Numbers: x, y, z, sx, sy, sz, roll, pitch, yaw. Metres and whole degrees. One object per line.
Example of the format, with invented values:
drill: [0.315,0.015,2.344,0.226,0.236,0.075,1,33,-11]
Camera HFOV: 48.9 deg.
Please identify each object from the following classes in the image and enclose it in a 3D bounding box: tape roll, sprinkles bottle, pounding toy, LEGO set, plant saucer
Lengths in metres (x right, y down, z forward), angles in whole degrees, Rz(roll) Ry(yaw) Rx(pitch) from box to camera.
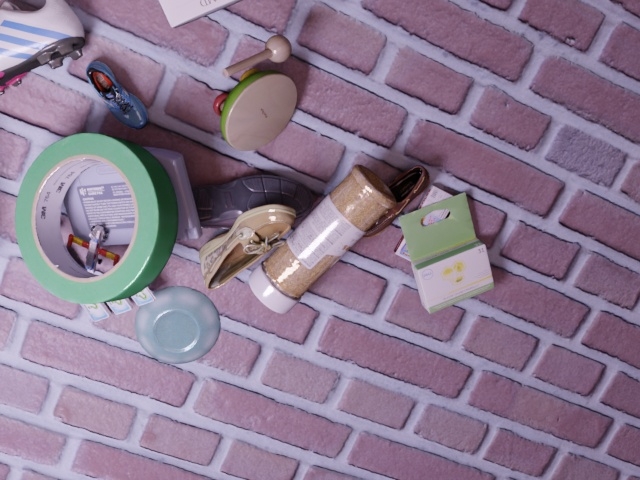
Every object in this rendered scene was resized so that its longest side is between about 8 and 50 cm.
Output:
tape roll: [-0.430,-0.041,1.344,0.321,0.077,0.321,0,91,19]
sprinkles bottle: [0.000,0.000,1.506,0.121,0.121,0.355,39,108,-16]
pounding toy: [-0.149,-0.304,1.422,0.183,0.110,0.237,-32,150,-27]
LEGO set: [-0.489,0.066,1.487,0.182,0.060,0.244,-18,114,25]
plant saucer: [-0.325,0.201,1.598,0.194,0.037,0.195,-2,108,-6]

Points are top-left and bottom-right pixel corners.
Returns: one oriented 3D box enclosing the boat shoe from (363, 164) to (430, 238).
boat shoe: [0.153,-0.089,1.544,0.207,0.073,0.073,-45,75,4]

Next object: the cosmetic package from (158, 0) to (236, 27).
cosmetic package: [-0.267,-0.602,1.300,0.196,0.155,0.366,-26,107,-2]

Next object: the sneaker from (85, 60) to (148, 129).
sneaker: [-0.416,-0.286,1.418,0.063,0.073,0.162,-41,107,6]

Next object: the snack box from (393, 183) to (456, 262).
snack box: [0.238,-0.035,1.605,0.064,0.022,0.178,25,102,-16]

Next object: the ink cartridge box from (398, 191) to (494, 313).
ink cartridge box: [0.289,0.030,1.599,0.171,0.056,0.235,-21,115,-5]

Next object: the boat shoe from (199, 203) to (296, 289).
boat shoe: [-0.150,0.015,1.468,0.104,0.089,0.285,17,144,-37]

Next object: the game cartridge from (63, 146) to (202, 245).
game cartridge: [-0.393,-0.090,1.434,0.297,0.062,0.198,-3,107,22]

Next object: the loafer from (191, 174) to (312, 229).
loafer: [-0.171,-0.075,1.520,0.302,0.095,0.109,-5,77,-10]

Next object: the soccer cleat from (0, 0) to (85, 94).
soccer cleat: [-0.621,-0.372,1.359,0.331,0.116,0.143,-23,92,-2]
